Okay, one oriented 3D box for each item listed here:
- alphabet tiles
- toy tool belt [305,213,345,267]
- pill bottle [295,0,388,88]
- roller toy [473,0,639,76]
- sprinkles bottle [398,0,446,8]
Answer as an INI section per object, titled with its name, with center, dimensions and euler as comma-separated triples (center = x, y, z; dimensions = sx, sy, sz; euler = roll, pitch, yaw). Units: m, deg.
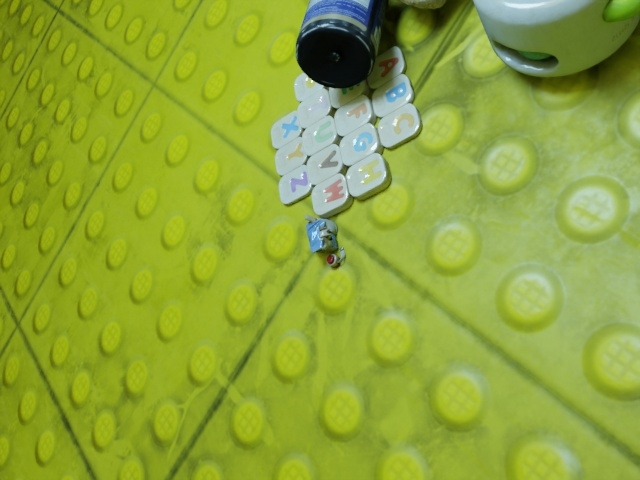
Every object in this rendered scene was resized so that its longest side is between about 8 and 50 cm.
[alphabet tiles]
center = 0.028, -0.184, 1.034
dimensions = 0.278, 0.021, 0.284
euler = -25, 60, 30
[toy tool belt]
center = 0.000, 0.000, 0.972
dimensions = 0.052, 0.051, 0.083
euler = -32, 58, 27
[pill bottle]
center = 0.041, -0.355, 0.993
dimensions = 0.123, 0.123, 0.219
euler = -14, 49, 35
[roller toy]
center = 0.291, -0.310, 0.781
dimensions = 0.191, 0.146, 0.209
euler = -19, 60, 22
[sprinkles bottle]
center = 0.185, -0.498, 0.844
dimensions = 0.121, 0.121, 0.355
euler = 63, 146, 34
